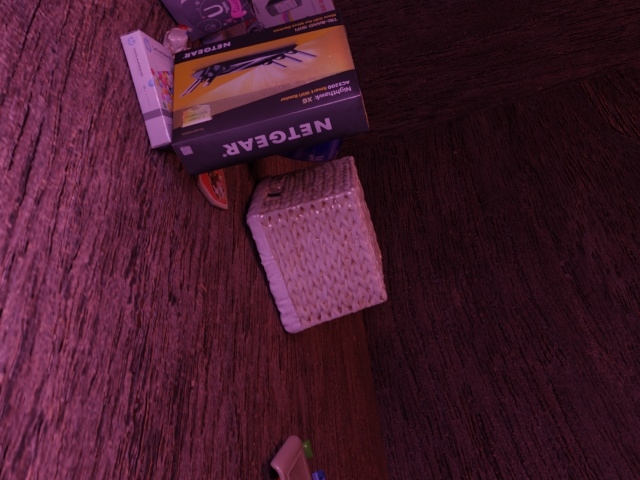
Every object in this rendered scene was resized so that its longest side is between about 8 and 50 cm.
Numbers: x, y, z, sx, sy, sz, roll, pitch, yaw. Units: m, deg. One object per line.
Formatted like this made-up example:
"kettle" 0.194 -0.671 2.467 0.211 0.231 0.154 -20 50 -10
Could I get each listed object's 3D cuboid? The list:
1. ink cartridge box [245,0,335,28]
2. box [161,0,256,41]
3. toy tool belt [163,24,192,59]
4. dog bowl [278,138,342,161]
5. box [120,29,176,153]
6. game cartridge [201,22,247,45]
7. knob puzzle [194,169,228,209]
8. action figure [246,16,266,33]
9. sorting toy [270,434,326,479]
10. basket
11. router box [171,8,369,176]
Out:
"ink cartridge box" -0.121 -0.745 1.998 0.226 0.306 0.131 54 22 -65
"box" -0.252 -0.550 1.302 0.247 0.163 0.142 49 26 -70
"toy tool belt" -0.281 -0.387 1.257 0.083 0.052 0.051 -87 -169 -55
"dog bowl" -0.067 -0.306 1.686 0.265 0.264 0.104 -87 -169 -64
"box" -0.269 -0.244 1.085 0.145 0.038 0.186 -19 93 -82
"game cartridge" -0.254 -0.550 1.647 0.355 0.068 0.230 44 35 -73
"knob puzzle" -0.216 -0.150 1.275 0.213 0.029 0.213 -16 90 -82
"action figure" -0.175 -0.430 1.568 0.285 0.099 0.185 -63 153 -48
"sorting toy" -0.047 0.483 1.193 0.347 0.047 0.196 3 67 -81
"basket" 0.000 0.000 1.613 0.328 0.266 0.332 -86 160 -68
"router box" -0.091 -0.253 1.076 0.081 0.308 0.243 69 8 -51
